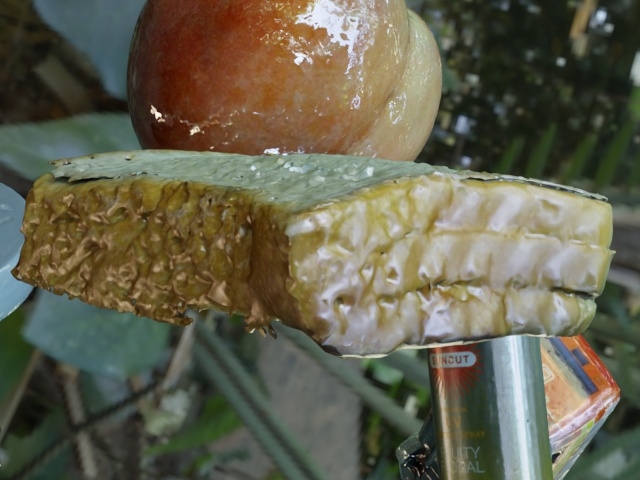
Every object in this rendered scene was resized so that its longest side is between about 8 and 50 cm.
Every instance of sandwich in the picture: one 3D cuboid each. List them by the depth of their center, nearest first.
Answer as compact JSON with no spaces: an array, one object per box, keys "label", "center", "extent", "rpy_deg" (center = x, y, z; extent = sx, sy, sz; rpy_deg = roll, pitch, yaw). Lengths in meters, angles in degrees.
[{"label":"sandwich","center":[0.000,-0.001,0.845],"extent":[0.226,0.251,0.087],"rpy_deg":[3,94,-39]}]

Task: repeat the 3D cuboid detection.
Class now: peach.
[{"label":"peach","center":[-0.033,-0.125,1.295],"extent":[0.252,0.252,0.252],"rpy_deg":[-39,139,-45]}]

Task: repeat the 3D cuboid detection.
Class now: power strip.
[{"label":"power strip","center":[-0.288,0.027,1.217],"extent":[0.216,0.137,0.044],"rpy_deg":[-37,137,-40]}]

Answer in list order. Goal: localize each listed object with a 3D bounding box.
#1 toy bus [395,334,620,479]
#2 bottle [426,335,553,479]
[{"label":"toy bus","center":[0.151,0.164,1.392],"extent":[0.120,0.121,0.265],"rpy_deg":[-26,157,-24]},{"label":"bottle","center":[0.119,0.109,1.192],"extent":[0.082,0.082,0.286],"rpy_deg":[-2,86,-61]}]
